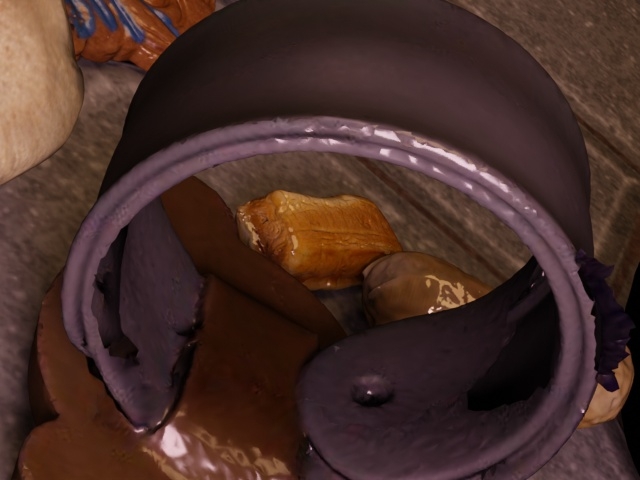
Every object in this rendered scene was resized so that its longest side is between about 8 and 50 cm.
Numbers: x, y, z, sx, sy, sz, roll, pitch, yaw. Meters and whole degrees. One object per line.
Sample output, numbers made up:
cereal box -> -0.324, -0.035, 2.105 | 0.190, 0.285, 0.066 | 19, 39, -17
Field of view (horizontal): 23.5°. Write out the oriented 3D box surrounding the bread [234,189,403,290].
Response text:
bread -> 0.000, 0.000, 1.135 | 0.132, 0.053, 0.074 | -2, 56, -46

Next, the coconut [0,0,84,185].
coconut -> -0.246, -0.112, 0.911 | 0.224, 0.224, 0.224 | 25, 38, -22

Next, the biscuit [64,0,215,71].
biscuit -> -0.147, -0.206, 1.227 | 0.183, 0.043, 0.280 | 46, 36, -5

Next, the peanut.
peanut -> 0.126, 0.075, 1.123 | 0.214, 0.099, 0.099 | 17, 39, -6

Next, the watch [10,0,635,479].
watch -> 0.022, 0.036, 0.879 | 0.335, 0.327, 0.314 | 32, 36, -15

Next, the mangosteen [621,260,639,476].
mangosteen -> 0.436, 0.110, 1.174 | 0.435, 0.382, 0.382 | 31, 36, -29
